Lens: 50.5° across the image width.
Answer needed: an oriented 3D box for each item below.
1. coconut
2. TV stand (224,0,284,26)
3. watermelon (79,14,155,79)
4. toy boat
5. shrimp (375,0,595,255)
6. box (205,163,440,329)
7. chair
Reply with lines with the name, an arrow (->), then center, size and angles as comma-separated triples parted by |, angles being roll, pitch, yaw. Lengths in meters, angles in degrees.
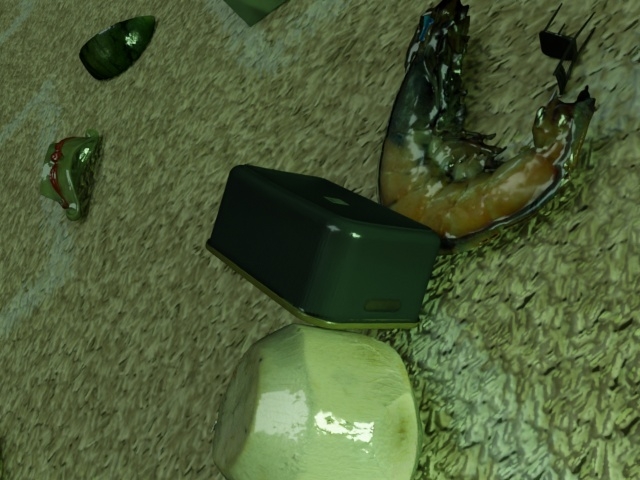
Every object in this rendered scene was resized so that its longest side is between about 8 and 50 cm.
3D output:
coconut -> 0.005, 0.151, 0.548 | 0.161, 0.162, 0.161 | -56, 23, 38
TV stand -> -0.028, -0.431, 0.982 | 0.269, 0.083, 0.088 | -29, 50, 25
watermelon -> -0.379, -0.343, 1.255 | 0.181, 0.075, 0.092 | -22, 8, 27
toy boat -> -0.415, -0.114, 1.117 | 0.089, 0.071, 0.185 | 113, 161, -56
shrimp -> 0.150, -0.128, 0.642 | 0.222, 0.054, 0.290 | -10, 65, 45
box -> 0.000, 0.000, 0.629 | 0.201, 0.144, 0.090 | 32, 110, 47
chair -> 0.226, -0.181, 0.645 | 0.042, 0.037, 0.086 | 21, 74, 33
